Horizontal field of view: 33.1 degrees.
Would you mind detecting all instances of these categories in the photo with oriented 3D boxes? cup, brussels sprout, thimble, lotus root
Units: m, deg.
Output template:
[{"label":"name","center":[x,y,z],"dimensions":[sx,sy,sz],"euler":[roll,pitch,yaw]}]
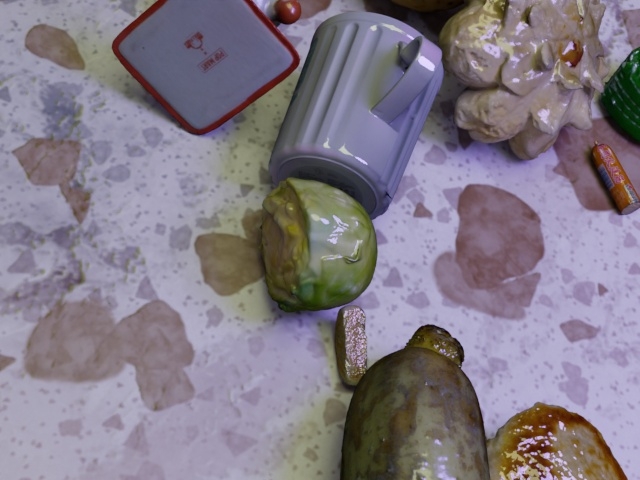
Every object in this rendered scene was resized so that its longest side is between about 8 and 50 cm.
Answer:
[{"label":"cup","center":[0.040,-0.152,1.239],"dimensions":[0.167,0.221,0.202],"euler":[17,62,7]},{"label":"brussels sprout","center":[0.004,0.003,1.186],"dimensions":[0.122,0.149,0.151],"euler":[-2,74,-29]},{"label":"thimble","center":[0.450,-0.196,1.448],"dimensions":[0.130,0.090,0.118],"euler":[28,56,-1]},{"label":"lotus root","center":[0.094,0.223,1.079],"dimensions":[0.173,0.173,0.309],"euler":[10,54,-10]}]

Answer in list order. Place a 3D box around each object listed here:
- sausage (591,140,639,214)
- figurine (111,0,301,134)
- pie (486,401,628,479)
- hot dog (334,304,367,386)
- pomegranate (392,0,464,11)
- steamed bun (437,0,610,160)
[{"label":"sausage","center":[0.382,-0.086,1.403],"dimensions":[0.031,0.031,0.107],"euler":[-13,67,-22]},{"label":"figurine","center":[-0.113,-0.278,1.310],"dimensions":[0.160,0.183,0.226],"euler":[46,34,-22]},{"label":"pie","center":[0.244,0.272,1.137],"dimensions":[0.205,0.084,0.179],"euler":[-34,75,-31]},{"label":"hot dog","center":[0.032,0.117,1.193],"dimensions":[0.030,0.034,0.090],"euler":[2,80,-27]},{"label":"pomegranate","center":[0.151,-0.415,1.409],"dimensions":[0.215,0.215,0.215],"euler":[7,61,-12]},{"label":"steamed bun","center":[0.275,-0.259,1.332],"dimensions":[0.295,0.137,0.292],"euler":[-48,121,-28]}]
